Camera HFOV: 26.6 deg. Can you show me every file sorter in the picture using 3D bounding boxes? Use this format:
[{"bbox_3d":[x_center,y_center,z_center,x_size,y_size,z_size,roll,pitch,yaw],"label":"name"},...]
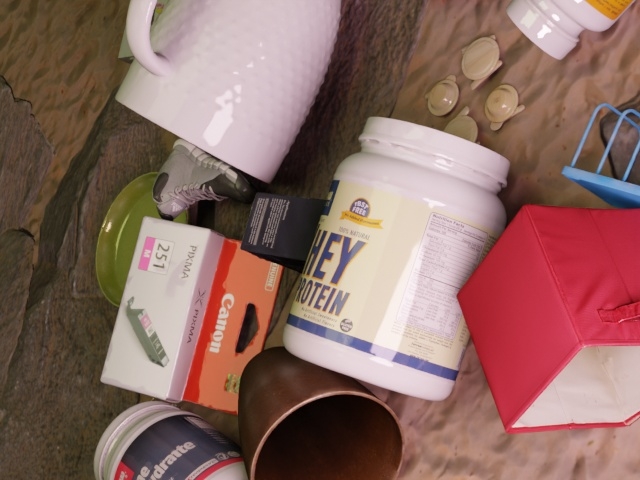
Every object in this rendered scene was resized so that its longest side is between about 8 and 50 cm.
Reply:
[{"bbox_3d":[0.400,-0.087,1.597,0.170,0.118,0.105,21,87,47],"label":"file sorter"}]

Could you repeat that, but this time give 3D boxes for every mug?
[{"bbox_3d":[-0.145,-0.308,2.042,0.276,0.374,0.328,30,93,38],"label":"mug"}]

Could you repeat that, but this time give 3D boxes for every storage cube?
[{"bbox_3d":[0.297,0.088,1.547,0.215,0.183,0.193,119,143,-46],"label":"storage cube"}]

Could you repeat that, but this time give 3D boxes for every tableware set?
[{"bbox_3d":[0.212,-0.199,1.896,0.141,0.020,0.169,-37,51,27],"label":"tableware set"}]

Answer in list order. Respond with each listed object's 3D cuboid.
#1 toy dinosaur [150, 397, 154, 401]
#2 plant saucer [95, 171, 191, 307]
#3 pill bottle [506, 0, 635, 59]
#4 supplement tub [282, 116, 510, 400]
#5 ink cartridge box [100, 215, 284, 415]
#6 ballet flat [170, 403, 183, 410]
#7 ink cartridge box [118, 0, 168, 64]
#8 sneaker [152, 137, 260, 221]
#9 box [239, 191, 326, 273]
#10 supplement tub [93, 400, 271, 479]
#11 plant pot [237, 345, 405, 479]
[{"bbox_3d":[-0.254,0.147,2.215,0.112,0.064,0.212,-27,77,41],"label":"toy dinosaur"},{"bbox_3d":[-0.296,0.003,2.318,0.241,0.037,0.241,-17,65,40],"label":"plant saucer"},{"bbox_3d":[0.355,-0.355,1.724,0.246,0.136,0.136,-48,47,22],"label":"pill bottle"},{"bbox_3d":[0.105,0.024,1.763,0.235,0.235,0.325,15,87,47],"label":"supplement tub"},{"bbox_3d":[-0.198,0.117,2.103,0.238,0.060,0.275,11,83,26],"label":"ink cartridge box"},{"bbox_3d":[-0.282,0.331,2.167,0.070,0.070,0.188,41,101,45],"label":"ballet flat"},{"bbox_3d":[-0.250,-0.378,2.348,0.127,0.128,0.176,3,78,45],"label":"ink cartridge box"},{"bbox_3d":[-0.197,-0.072,2.191,0.132,0.086,0.228,-52,41,-6],"label":"sneaker"},{"bbox_3d":[0.000,0.000,1.935,0.158,0.156,0.093,9,81,46],"label":"box"},{"bbox_3d":[-0.192,0.363,1.966,0.272,0.191,0.191,27,94,47],"label":"supplement tub"},{"bbox_3d":[-0.029,0.245,1.858,0.215,0.215,0.230,-59,31,11],"label":"plant pot"}]
